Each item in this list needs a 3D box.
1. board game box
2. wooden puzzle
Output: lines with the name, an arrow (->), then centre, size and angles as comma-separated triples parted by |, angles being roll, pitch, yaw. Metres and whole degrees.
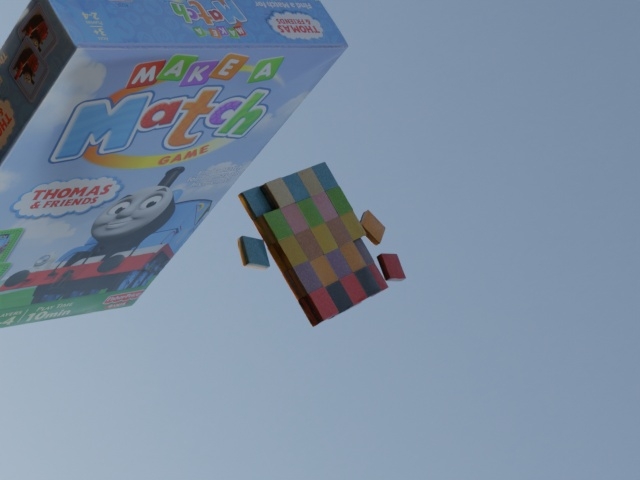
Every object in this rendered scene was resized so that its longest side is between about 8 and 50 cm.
board game box -> -0.105, -0.032, 0.678 | 0.211, 0.160, 0.039 | -48, -116, 36
wooden puzzle -> 0.000, 0.000, 0.486 | 0.006, 0.083, 0.049 | -32, -94, 33
